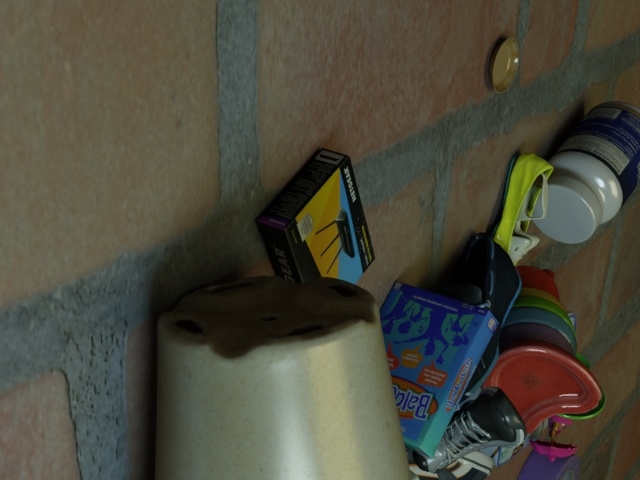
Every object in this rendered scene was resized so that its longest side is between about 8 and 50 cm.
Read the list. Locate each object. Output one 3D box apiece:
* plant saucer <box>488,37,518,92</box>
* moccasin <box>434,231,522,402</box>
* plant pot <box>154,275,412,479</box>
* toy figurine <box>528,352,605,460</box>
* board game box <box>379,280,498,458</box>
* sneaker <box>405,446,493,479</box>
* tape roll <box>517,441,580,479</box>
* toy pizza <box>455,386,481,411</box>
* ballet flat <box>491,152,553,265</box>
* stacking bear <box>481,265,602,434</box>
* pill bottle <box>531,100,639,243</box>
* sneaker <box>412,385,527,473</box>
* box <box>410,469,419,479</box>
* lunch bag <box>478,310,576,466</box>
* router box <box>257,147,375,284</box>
[{"bbox_3d":[0.274,-0.265,1.492,0.083,0.015,0.083,-32,131,-46],"label":"plant saucer"},{"bbox_3d":[0.204,0.114,1.503,0.117,0.137,0.342,59,34,-21],"label":"moccasin"},{"bbox_3d":[-0.042,0.210,1.020,0.333,0.333,0.306,-23,114,-50],"label":"plant pot"},{"bbox_3d":[0.421,0.308,1.755,0.173,0.130,0.159,-66,166,-53],"label":"toy figurine"},{"bbox_3d":[0.128,0.173,1.365,0.047,0.160,0.210,47,66,-48],"label":"board game box"},{"bbox_3d":[0.155,0.355,1.541,0.321,0.126,0.128,31,75,-46],"label":"sneaker"},{"bbox_3d":[0.506,0.555,2.221,0.189,0.080,0.189,-31,131,-44],"label":"tape roll"},{"bbox_3d":[0.208,0.213,1.602,0.201,0.032,0.201,2,88,-47],"label":"toy pizza"},{"bbox_3d":[0.332,-0.031,1.647,0.077,0.077,0.231,0,106,-58],"label":"ballet flat"},{"bbox_3d":[0.343,0.150,1.626,0.164,0.175,0.289,53,26,-22],"label":"stacking bear"},{"bbox_3d":[0.485,-0.121,1.762,0.265,0.153,0.153,-45,140,-33],"label":"pill bottle"},{"bbox_3d":[0.192,0.272,1.347,0.132,0.086,0.229,-29,168,-12],"label":"sneaker"},{"bbox_3d":[0.013,0.387,1.288,0.232,0.127,0.149,-31,131,-26],"label":"box"},{"bbox_3d":[0.361,0.249,1.811,0.303,0.115,0.243,-33,130,-43],"label":"lunch bag"},{"bbox_3d":[0.000,0.000,1.188,0.133,0.046,0.179,-50,143,-29],"label":"router box"}]
